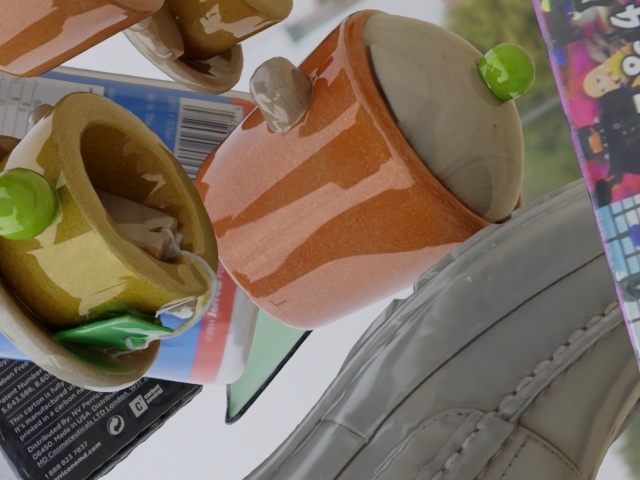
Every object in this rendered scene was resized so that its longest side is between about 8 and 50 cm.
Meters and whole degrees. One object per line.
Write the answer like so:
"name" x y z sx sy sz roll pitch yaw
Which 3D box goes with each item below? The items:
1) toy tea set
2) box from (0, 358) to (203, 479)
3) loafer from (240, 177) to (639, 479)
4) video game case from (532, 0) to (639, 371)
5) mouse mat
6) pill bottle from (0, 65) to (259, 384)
"toy tea set" -0.041 -0.066 0.617 0.200 0.124 0.336 59 -157 9
"box" -0.177 0.013 0.977 0.153 0.108 0.207 11 135 56
"loafer" 0.032 0.096 0.610 0.111 0.319 0.112 43 168 31
"video game case" 0.150 -0.071 0.433 0.042 0.210 0.232 23 -130 -69
"mouse mat" 0.000 0.000 0.981 0.007 0.152 0.189 35 -164 -14
"pill bottle" -0.133 -0.014 0.808 0.124 0.222 0.124 -172 90 -84
